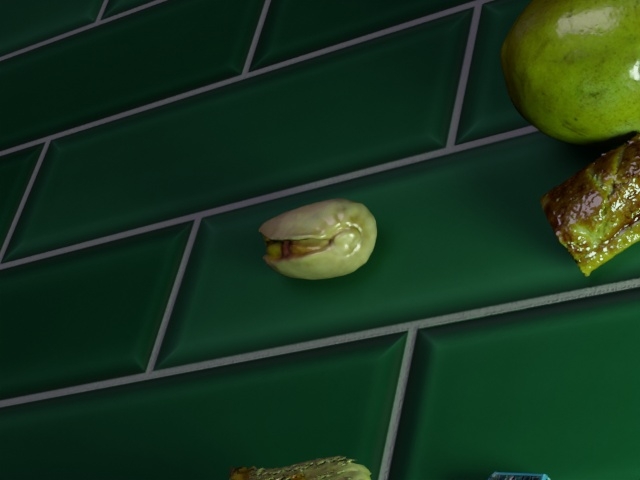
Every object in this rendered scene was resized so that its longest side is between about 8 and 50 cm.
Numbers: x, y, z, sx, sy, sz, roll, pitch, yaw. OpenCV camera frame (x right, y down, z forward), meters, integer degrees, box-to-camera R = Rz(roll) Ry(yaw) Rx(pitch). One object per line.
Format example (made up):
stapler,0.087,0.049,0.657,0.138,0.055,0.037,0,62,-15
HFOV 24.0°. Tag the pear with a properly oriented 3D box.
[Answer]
pear,0.404,-0.253,2.080,0.307,0.253,0.253,-3,51,25

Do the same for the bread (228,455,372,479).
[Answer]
bread,-0.016,0.451,1.812,0.248,0.279,0.315,-16,20,21

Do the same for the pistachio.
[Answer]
pistachio,0.000,0.000,2.297,0.200,0.117,0.145,-14,7,42

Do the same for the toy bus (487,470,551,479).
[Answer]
toy bus,0.241,0.306,1.837,0.083,0.038,0.046,-4,46,37

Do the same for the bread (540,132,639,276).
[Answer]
bread,0.388,-0.053,2.005,0.172,0.103,0.132,-34,35,15
